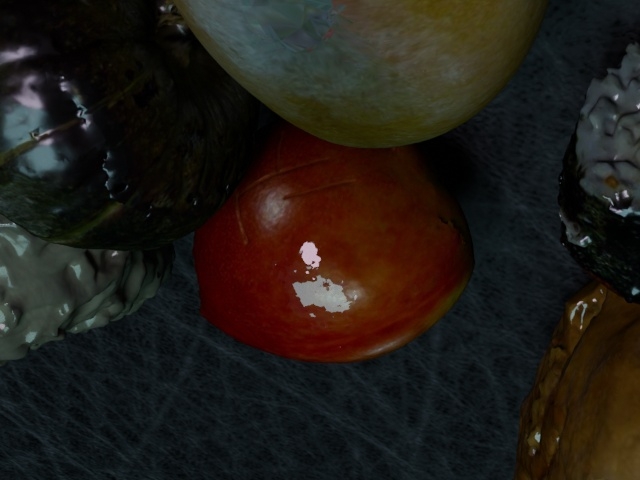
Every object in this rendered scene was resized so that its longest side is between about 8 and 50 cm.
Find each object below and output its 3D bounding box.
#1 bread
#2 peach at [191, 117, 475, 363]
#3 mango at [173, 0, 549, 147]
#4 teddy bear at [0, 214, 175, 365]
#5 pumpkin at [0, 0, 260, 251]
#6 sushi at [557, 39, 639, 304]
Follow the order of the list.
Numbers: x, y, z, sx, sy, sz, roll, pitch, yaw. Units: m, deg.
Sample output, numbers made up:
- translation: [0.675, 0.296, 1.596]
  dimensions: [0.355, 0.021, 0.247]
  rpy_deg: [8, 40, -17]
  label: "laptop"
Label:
- translation: [0.252, 0.117, 0.942]
  dimensions: [0.194, 0.179, 0.340]
  rpy_deg: [15, 167, 1]
  label: "bread"
- translation: [0.000, 0.000, 0.930]
  dimensions: [0.197, 0.197, 0.197]
  rpy_deg: [14, 144, 11]
  label: "peach"
- translation: [0.016, -0.167, 0.702]
  dimensions: [0.221, 0.199, 0.384]
  rpy_deg: [10, 156, 4]
  label: "mango"
- translation: [-0.278, -0.080, 0.950]
  dimensions: [0.357, 0.224, 0.367]
  rpy_deg: [-12, 108, -15]
  label: "teddy bear"
- translation: [-0.135, -0.108, 0.822]
  dimensions: [0.159, 0.238, 0.238]
  rpy_deg: [-25, 124, 36]
  label: "pumpkin"
- translation: [0.258, -0.027, 0.801]
  dimensions: [0.225, 0.136, 0.126]
  rpy_deg: [13, 152, 5]
  label: "sushi"
